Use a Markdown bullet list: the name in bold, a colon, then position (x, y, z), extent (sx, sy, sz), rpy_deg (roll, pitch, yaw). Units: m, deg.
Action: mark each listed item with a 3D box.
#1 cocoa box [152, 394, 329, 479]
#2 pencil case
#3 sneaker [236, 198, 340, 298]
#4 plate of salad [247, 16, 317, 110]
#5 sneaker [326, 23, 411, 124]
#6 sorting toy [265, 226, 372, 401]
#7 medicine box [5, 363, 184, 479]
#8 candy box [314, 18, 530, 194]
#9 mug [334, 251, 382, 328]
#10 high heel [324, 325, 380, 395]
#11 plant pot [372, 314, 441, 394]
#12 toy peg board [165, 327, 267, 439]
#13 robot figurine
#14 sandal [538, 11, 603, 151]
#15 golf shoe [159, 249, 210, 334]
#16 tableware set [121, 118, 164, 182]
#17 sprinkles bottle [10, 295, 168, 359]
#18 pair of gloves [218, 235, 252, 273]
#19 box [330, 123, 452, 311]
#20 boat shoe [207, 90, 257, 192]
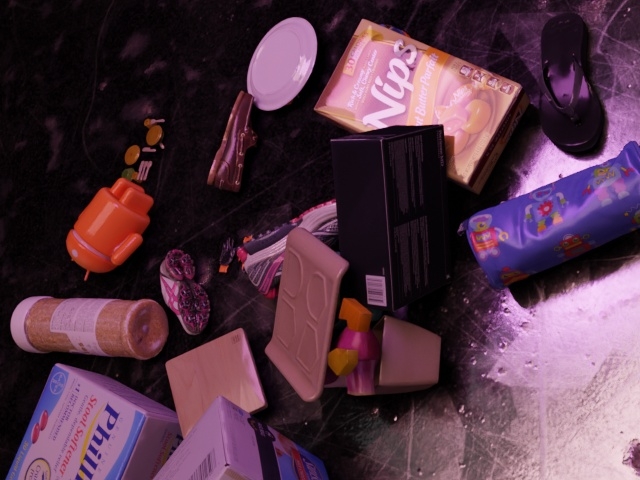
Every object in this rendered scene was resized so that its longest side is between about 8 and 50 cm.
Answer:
- **cocoa box**: position (-0.161, 0.468, 1.382), extent (0.347, 0.228, 0.231), rpy_deg (-52, 17, 6)
- **pencil case**: position (0.365, -0.038, 1.335), extent (0.306, 0.119, 0.133), rpy_deg (-27, 47, 24)
- **sneaker**: position (0.000, 0.000, 1.595), extent (0.299, 0.121, 0.112), rpy_deg (-27, 87, 23)
- **plate of salad**: position (-0.074, -0.354, 1.821), extent (0.200, 0.048, 0.199), rpy_deg (-18, 63, 40)
- **sneaker**: position (0.074, -0.312, 1.672), extent (0.083, 0.087, 0.221), rpy_deg (38, 95, 40)
- **sorting toy**: position (-0.001, 0.127, 1.397), extent (0.307, 0.041, 0.229), rpy_deg (38, 118, 61)
- **medicine box**: position (-0.415, 0.407, 1.684), extent (0.289, 0.149, 0.263), rpy_deg (16, 81, 39)
- **candy box**: position (0.168, -0.229, 1.524), extent (0.316, 0.087, 0.183), rpy_deg (29, 92, 25)
- **mug**: position (0.038, 0.094, 1.515), extent (0.129, 0.097, 0.157), rpy_deg (-46, 61, 33)
- **high heel**: position (0.034, 0.178, 1.434), extent (0.244, 0.082, 0.117), rpy_deg (161, 107, -79)
- **plant pot**: position (0.132, 0.187, 1.408), extent (0.096, 0.109, 0.109), rpy_deg (9, 71, -5)
- **toy peg board**: position (-0.178, 0.270, 1.633), extent (0.161, 0.079, 0.161), rpy_deg (-25, 58, 7)
- **robot figurine**: position (-0.447, -0.022, 1.896), extent (0.158, 0.128, 0.219), rpy_deg (38, 96, 1)
- **sandal**: position (0.389, -0.257, 1.447), extent (0.097, 0.054, 0.254), rpy_deg (-16, 63, 29)
- **golf shoe**: position (-0.268, 0.113, 1.764), extent (0.086, 0.067, 0.186), rpy_deg (-54, 46, 40)
- **tableware set**: position (-0.392, -0.198, 1.999), extent (0.104, 0.024, 0.154), rpy_deg (5, 76, 40)
- **sprinkles bottle**: position (-0.477, 0.176, 1.839), extent (0.355, 0.121, 0.121), rpy_deg (-2, 70, 35)
- **pair of gloves**: position (-0.163, 0.029, 1.750), extent (0.083, 0.010, 0.074), rpy_deg (-4, 70, 37)
- **box**: position (0.115, -0.041, 1.404), extent (0.103, 0.184, 0.261), rpy_deg (5, 105, 39)
- **boat shoe**: position (-0.163, -0.197, 1.812), extent (0.073, 0.073, 0.207), rpy_deg (17, 83, 1)
